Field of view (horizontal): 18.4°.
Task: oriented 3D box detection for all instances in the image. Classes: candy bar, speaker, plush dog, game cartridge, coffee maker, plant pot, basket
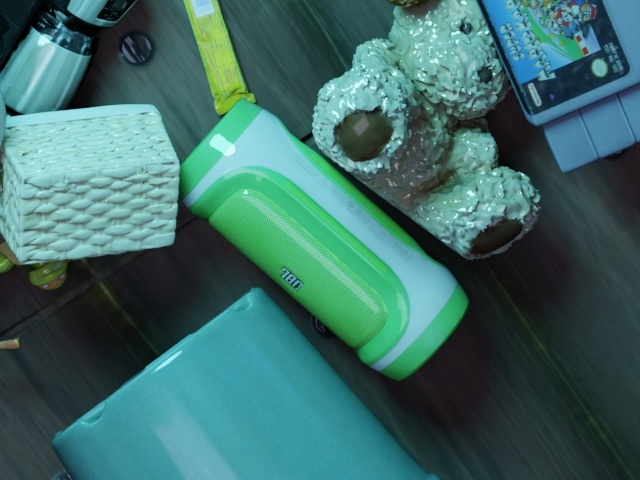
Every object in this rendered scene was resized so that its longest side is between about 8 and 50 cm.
[{"bbox_3d":[-0.105,-0.202,1.919,0.040,0.018,0.161,-16,102,7],"label":"candy bar"},{"bbox_3d":[0.000,0.000,1.905,0.296,0.131,0.131,41,105,-5],"label":"speaker"},{"bbox_3d":[0.107,-0.143,1.851,0.262,0.210,0.225,35,92,-32],"label":"plush dog"},{"bbox_3d":[0.243,-0.252,1.735,0.230,0.068,0.355,-25,111,4],"label":"game cartridge"},{"bbox_3d":[-0.277,-0.218,1.882,0.171,0.120,0.178,32,105,-2],"label":"coffee maker"},{"bbox_3d":[-0.061,0.249,1.892,0.341,0.341,0.334,-37,89,14],"label":"plant pot"},{"bbox_3d":[-0.220,-0.050,1.852,0.167,0.103,0.113,-7,126,-20],"label":"basket"}]

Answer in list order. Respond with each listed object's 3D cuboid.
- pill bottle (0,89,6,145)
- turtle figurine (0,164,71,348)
[{"bbox_3d":[-0.467,-0.178,1.804,0.363,0.210,0.210,45,108,27],"label":"pill bottle"},{"bbox_3d":[-0.301,-0.033,1.951,0.269,0.087,0.217,-35,111,0],"label":"turtle figurine"}]
